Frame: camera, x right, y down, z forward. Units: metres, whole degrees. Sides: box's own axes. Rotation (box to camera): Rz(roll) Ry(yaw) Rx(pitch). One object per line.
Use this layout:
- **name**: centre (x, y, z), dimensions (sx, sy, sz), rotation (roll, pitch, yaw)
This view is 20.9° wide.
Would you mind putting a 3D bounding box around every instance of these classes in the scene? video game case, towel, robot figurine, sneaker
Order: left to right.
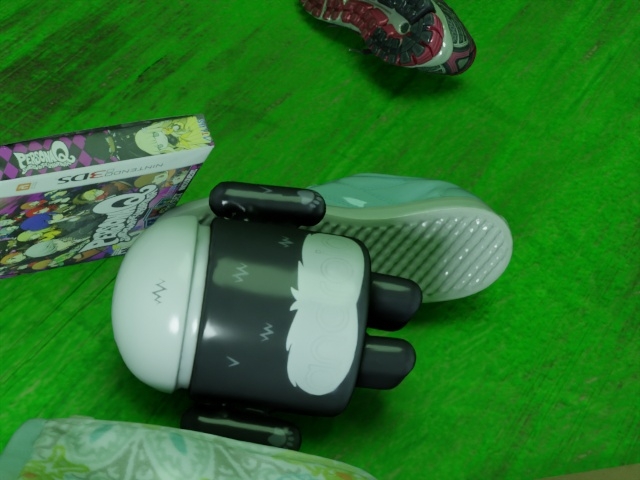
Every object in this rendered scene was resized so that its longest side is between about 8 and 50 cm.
- **video game case**: centre (-0.231, -0.036, 1.634), dimensions (0.210, 0.232, 0.042), rotation (-11, 70, -28)
- **towel**: centre (-0.120, 0.256, 1.322), dimensions (0.320, 0.090, 0.374), rotation (10, 22, 5)
- **robot figurine**: centre (-0.052, 0.070, 1.592), dimensions (0.278, 0.174, 0.209), rotation (8, 35, -5)
- **sneaker**: centre (0.000, 0.000, 1.753), dimensions (0.365, 0.135, 0.150), rotation (2, 18, -14)
- **sneaker**: centre (0.073, -0.289, 2.146), dimensions (0.112, 0.121, 0.299), rotation (18, 24, -45)

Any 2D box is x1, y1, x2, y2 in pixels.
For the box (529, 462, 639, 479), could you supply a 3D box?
- **box**: centre (0.239, 0.271, 1.532), dimensions (0.201, 0.021, 0.164), rotation (-6, 41, -21)
